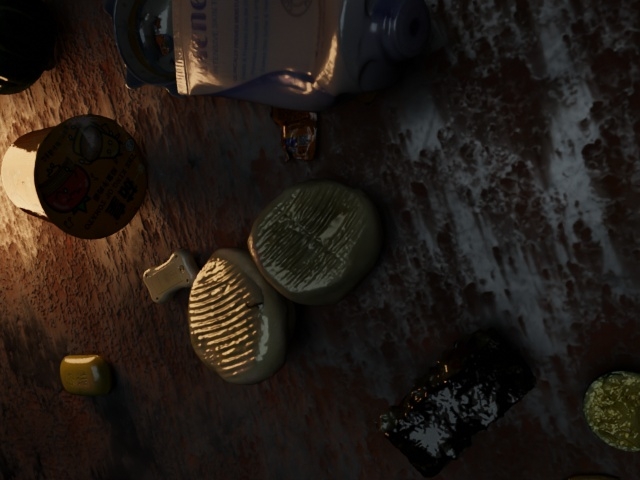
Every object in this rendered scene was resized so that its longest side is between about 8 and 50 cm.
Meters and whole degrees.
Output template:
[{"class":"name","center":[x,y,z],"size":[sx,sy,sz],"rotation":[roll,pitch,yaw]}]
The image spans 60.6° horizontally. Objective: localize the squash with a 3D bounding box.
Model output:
[{"class":"squash","center":[-0.599,-0.380,1.029],"size":[0.218,0.172,0.218],"rotation":[8,105,31]}]

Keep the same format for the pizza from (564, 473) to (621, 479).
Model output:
[{"class":"pizza","center":[0.375,0.358,0.746],"size":[0.083,0.025,0.078],"rotation":[-23,85,26]}]

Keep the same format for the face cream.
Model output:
[{"class":"face cream","center":[-0.054,-0.286,0.711],"size":[0.420,0.137,0.234],"rotation":[19,118,35]}]

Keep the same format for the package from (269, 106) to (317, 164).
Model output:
[{"class":"package","center":[-0.040,-0.176,0.864],"size":[0.077,0.033,0.110],"rotation":[-3,92,36]}]

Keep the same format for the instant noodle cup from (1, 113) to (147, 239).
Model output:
[{"class":"instant noodle cup","center":[-0.453,-0.116,0.988],"size":[0.172,0.216,0.215],"rotation":[8,101,35]}]

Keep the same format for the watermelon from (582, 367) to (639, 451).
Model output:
[{"class":"watermelon","center":[0.389,0.210,0.695],"size":[0.106,0.062,0.105],"rotation":[1,94,20]}]

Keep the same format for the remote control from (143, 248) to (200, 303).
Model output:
[{"class":"remote control","center":[-0.275,0.067,1.017],"size":[0.122,0.032,0.074],"rotation":[-28,85,26]}]

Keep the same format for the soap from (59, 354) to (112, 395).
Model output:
[{"class":"soap","center":[-0.497,0.285,1.153],"size":[0.140,0.045,0.088],"rotation":[-7,98,27]}]

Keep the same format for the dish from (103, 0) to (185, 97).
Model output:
[{"class":"dish","center":[-0.249,-0.358,0.910],"size":[0.228,0.086,0.236],"rotation":[11,103,26]}]

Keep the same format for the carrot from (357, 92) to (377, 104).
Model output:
[{"class":"carrot","center":[-0.007,-0.317,0.786],"size":[0.302,0.114,0.114],"rotation":[42,113,11]}]

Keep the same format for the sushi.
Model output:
[{"class":"sushi","center":[0.188,0.219,0.764],"size":[0.212,0.147,0.115],"rotation":[-45,71,7]}]

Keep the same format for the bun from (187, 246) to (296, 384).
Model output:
[{"class":"bun","center":[-0.125,0.124,0.905],"size":[0.210,0.116,0.237],"rotation":[-39,58,33]}]

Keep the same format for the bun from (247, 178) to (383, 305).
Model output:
[{"class":"bun","center":[0.000,0.000,0.822],"size":[0.178,0.128,0.193],"rotation":[42,94,14]}]
